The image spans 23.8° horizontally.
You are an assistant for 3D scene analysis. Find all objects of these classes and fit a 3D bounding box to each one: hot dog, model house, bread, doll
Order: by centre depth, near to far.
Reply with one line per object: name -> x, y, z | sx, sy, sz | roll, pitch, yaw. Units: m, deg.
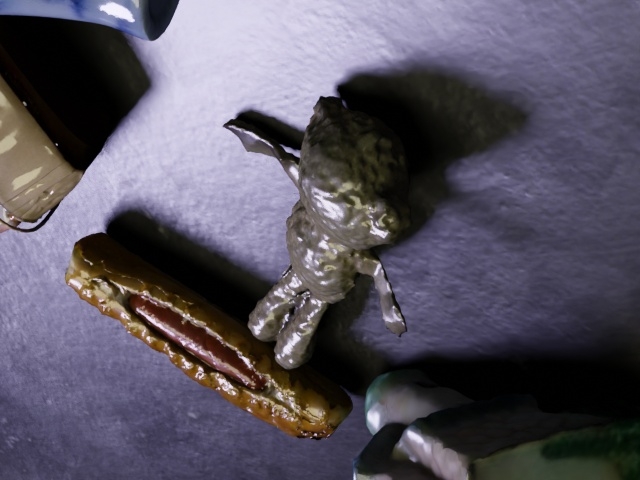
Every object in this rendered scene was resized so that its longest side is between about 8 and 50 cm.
doll -> 0.008, 0.012, 1.180 | 0.202, 0.091, 0.285 | 46, 144, 47
model house -> 0.136, 0.256, 1.245 | 0.284, 0.243, 0.298 | 18, 117, 60
bread -> -0.301, -0.100, 1.250 | 0.212, 0.142, 0.224 | -21, 117, 28
hot dog -> -0.103, 0.088, 1.341 | 0.289, 0.068, 0.083 | 31, -174, 7

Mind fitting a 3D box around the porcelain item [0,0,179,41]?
porcelain item -> -0.228, -0.218, 1.087 | 0.259, 0.141, 0.141 | 19, 139, 9
